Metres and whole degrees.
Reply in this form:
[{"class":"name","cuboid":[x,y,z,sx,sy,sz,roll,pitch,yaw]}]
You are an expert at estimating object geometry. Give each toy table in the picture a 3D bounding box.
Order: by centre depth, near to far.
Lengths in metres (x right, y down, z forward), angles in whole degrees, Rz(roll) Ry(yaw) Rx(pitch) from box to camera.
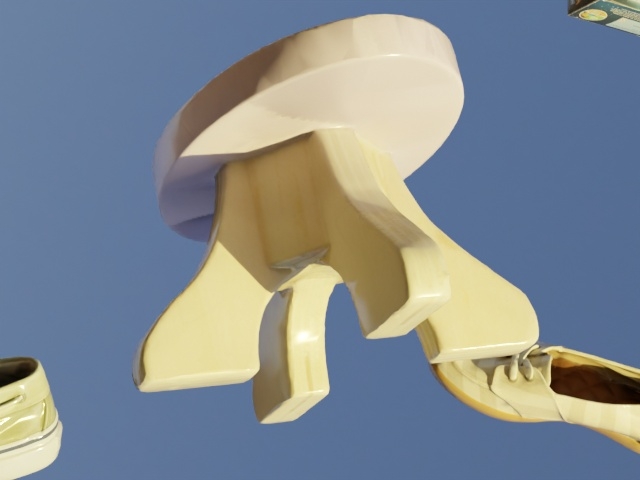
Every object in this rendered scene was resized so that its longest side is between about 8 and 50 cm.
[{"class":"toy table","cuboid":[0.000,0.000,1.141,0.252,0.274,0.161,-8,-108,-12]}]

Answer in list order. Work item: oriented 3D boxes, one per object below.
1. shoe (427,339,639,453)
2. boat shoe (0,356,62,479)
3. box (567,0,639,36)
[{"class":"shoe","cuboid":[0.191,0.107,1.480,0.058,0.219,0.076,117,-14,-46]},{"class":"boat shoe","cuboid":[-0.366,0.165,1.587,0.109,0.302,0.094,-139,-140,-58]},{"class":"box","cuboid":[0.276,-0.278,1.551,0.044,0.159,0.233,-22,-119,57]}]
